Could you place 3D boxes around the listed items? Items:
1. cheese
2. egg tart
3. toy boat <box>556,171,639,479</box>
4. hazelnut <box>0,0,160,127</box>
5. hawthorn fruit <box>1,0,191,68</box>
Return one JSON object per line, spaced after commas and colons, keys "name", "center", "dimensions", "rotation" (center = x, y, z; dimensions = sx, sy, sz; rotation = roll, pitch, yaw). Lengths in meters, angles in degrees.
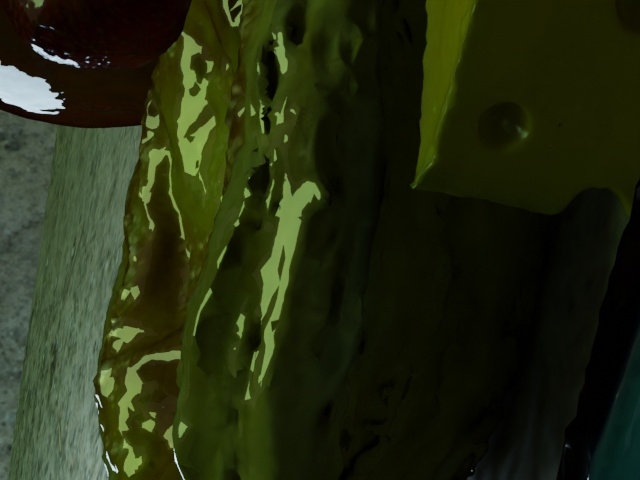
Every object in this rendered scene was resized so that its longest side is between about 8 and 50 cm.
{"name": "cheese", "center": [0.083, -0.090, 0.531], "dimensions": [0.126, 0.093, 0.171], "rotation": [-152, 71, -73]}
{"name": "egg tart", "center": [0.000, -0.001, 0.734], "dimensions": [0.341, 0.132, 0.341], "rotation": [-170, 90, -78]}
{"name": "toy boat", "center": [0.106, 0.043, 0.382], "dimensions": [0.097, 0.100, 0.223], "rotation": [32, 124, 37]}
{"name": "hazelnut", "center": [-0.128, -0.241, 0.985], "dimensions": [0.366, 0.366, 0.366], "rotation": [-171, 90, -77]}
{"name": "hawthorn fruit", "center": [-0.079, -0.106, 0.721], "dimensions": [0.093, 0.093, 0.093], "rotation": [-171, 90, -77]}
